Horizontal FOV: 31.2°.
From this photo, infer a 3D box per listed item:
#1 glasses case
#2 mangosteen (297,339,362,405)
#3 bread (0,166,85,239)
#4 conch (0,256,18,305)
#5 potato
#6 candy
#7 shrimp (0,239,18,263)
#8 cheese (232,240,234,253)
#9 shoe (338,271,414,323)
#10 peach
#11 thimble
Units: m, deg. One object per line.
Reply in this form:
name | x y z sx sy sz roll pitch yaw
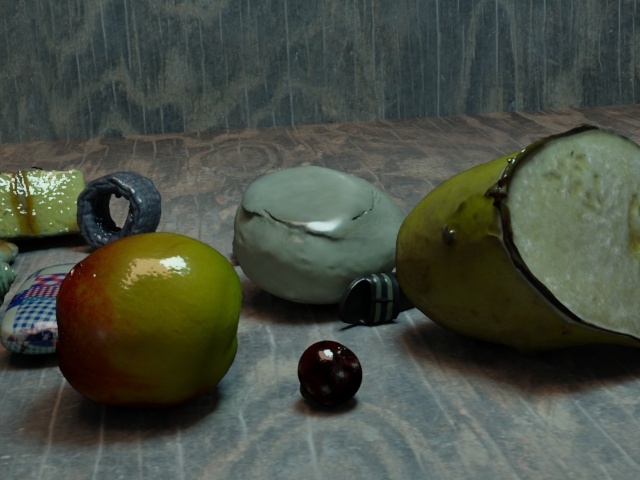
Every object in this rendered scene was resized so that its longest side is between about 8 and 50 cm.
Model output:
glasses case | -0.384 0.095 1.680 0.125 0.076 0.327 -5 13 -3
mangosteen | 0.010 0.160 1.364 0.081 0.081 0.081 -3 14 1
bread | -0.572 -0.048 2.176 0.266 0.178 0.142 -9 34 -25
conch | -0.525 0.083 1.709 0.153 0.102 0.135 -37 31 -2
potato | 0.300 0.026 1.543 0.397 0.290 0.296 11 -22 -28
candy | 0.000 0.000 1.774 0.295 0.185 0.295 1 30 -1
shrimp | -0.641 0.034 2.012 0.145 0.059 0.254 2 14 28
cheese | -0.061 0.009 2.028 0.190 0.042 0.105 -3 14 -5
shoe | 0.105 0.082 1.664 0.179 0.071 0.049 -10 19 -40
peach | -0.206 0.098 1.383 0.231 0.231 0.231 -3 14 1
thimble | -0.372 -0.055 2.133 0.150 0.150 0.098 2 10 18
